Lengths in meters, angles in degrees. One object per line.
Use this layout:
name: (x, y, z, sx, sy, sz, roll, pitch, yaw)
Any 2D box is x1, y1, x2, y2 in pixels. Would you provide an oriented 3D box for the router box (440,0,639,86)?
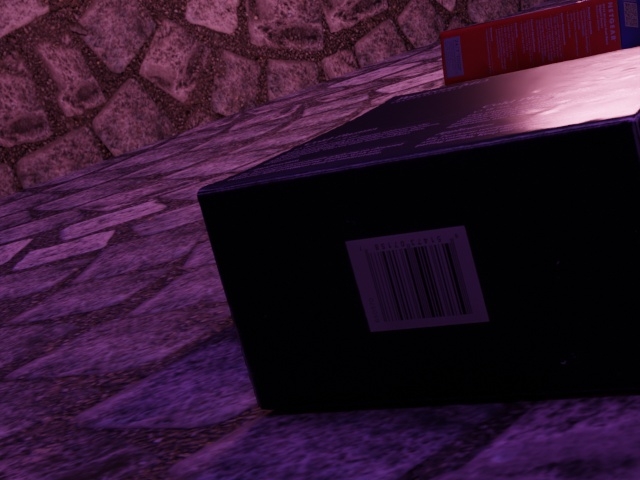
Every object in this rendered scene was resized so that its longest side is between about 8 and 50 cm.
router box: (0.395, -0.279, 2.034, 0.301, 0.082, 0.335, -5, 0, 43)

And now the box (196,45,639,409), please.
box: (0.148, -0.020, 1.049, 0.343, 0.179, 0.312, -8, 15, 35)
